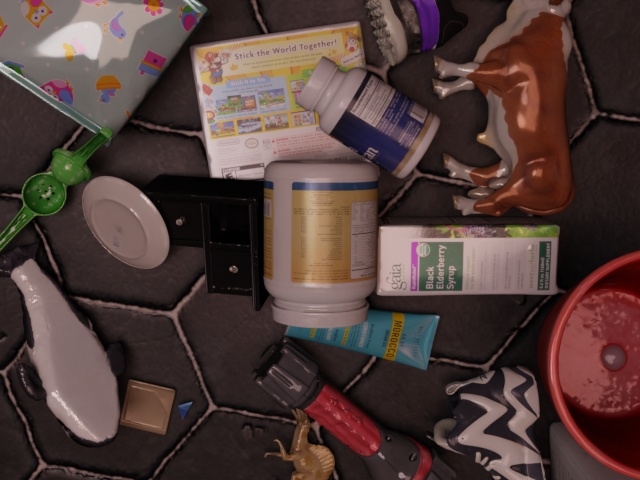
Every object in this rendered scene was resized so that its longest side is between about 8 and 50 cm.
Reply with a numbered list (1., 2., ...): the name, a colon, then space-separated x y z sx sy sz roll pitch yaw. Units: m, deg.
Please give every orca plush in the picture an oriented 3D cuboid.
1. orca plush: -0.367 0.154 1.209 0.287 0.151 0.102 51 132 -1

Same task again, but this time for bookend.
1. bookend: -0.147 0.001 1.190 0.157 0.072 0.156 5 113 11

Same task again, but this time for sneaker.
1. sneaker: 0.111 -0.382 1.139 0.146 0.102 0.293 -18 104 -3
2. sneaker: 0.224 0.294 1.247 0.153 0.094 0.235 -5 99 1

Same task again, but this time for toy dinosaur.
1. toy dinosaur: -0.021 0.328 1.267 0.092 0.053 0.183 -21 99 1

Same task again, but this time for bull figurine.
1. bull figurine: 0.245 -0.178 1.168 0.188 0.101 0.311 -9 98 2

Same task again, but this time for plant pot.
1. plant pot: 0.394 0.148 1.134 0.274 0.243 0.275 0 86 1

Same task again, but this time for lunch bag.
1. lunch bag: -0.302 -0.280 1.111 0.262 0.160 0.223 36 98 -12

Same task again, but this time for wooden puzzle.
1. wooden puzzle: -0.243 0.232 1.267 0.116 0.014 0.079 20 102 -4

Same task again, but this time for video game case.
1. video game case: -0.045 -0.171 1.200 0.226 0.026 0.206 -8 99 1

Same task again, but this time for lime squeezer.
1. lime squeezer: -0.345 -0.071 1.145 0.310 0.110 0.059 -38 93 28

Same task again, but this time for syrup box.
1. syrup box: 0.186 0.019 1.200 0.236 0.096 0.093 0 99 -2

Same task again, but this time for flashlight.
1. flashlight: 0.044 0.257 1.226 0.304 0.103 0.103 41 134 -11

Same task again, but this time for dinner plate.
1. dinner plate: -0.259 -0.019 1.182 0.141 0.017 0.141 19 132 23

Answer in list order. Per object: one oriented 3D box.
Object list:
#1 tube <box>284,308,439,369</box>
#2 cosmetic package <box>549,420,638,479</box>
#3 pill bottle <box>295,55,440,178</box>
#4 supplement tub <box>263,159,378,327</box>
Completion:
1. tube: 0.055 0.123 1.242 0.207 0.052 0.080 11 108 -8
2. cosmetic package: 0.496 0.430 1.123 0.329 0.394 0.328 -4 99 0
3. pill bottle: 0.057 -0.159 1.142 0.169 0.094 0.094 31 97 -5
4. supplement tub: 0.000 0.000 1.139 0.144 0.144 0.200 1 97 -1
